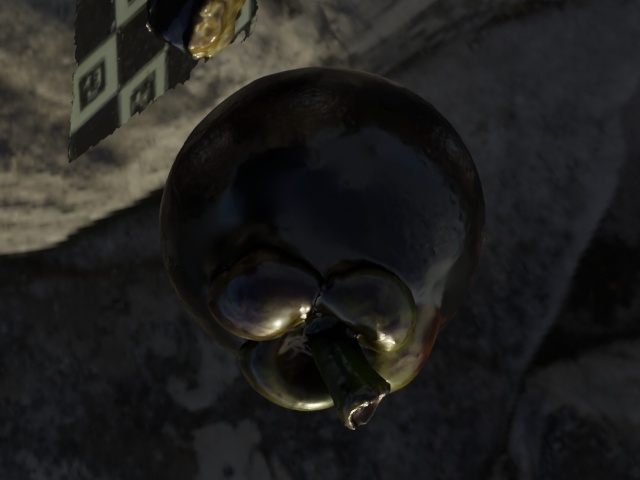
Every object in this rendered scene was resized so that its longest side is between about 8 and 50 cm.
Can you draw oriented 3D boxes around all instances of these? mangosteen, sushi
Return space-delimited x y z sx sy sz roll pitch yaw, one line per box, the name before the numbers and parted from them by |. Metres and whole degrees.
mangosteen | -0.010 -0.005 1.390 0.297 0.313 0.297 14 119 28
sushi | -0.038 -0.125 0.600 0.031 0.139 0.201 28 135 18
